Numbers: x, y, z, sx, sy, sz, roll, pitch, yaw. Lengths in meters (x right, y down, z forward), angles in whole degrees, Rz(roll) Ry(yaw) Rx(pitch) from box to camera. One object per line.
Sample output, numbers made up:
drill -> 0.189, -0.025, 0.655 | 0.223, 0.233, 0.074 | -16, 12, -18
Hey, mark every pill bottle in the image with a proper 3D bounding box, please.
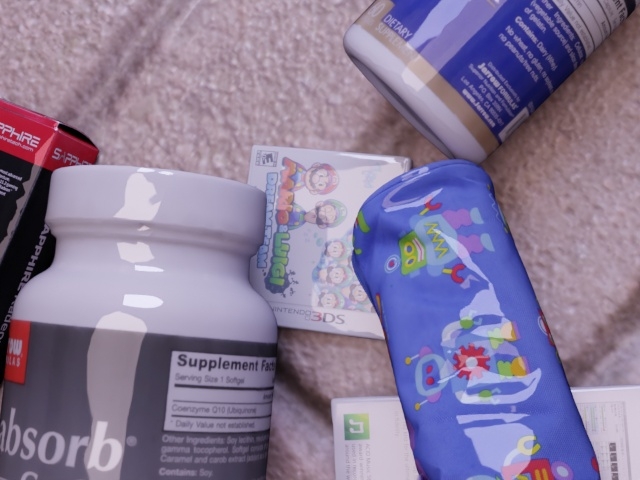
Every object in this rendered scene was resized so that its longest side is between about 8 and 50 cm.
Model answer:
pill bottle -> 0.158, -0.198, 0.875 | 0.264, 0.153, 0.153 | -45, 74, 3
pill bottle -> -0.143, 0.134, 0.866 | 0.210, 0.210, 0.362 | 3, 85, 15

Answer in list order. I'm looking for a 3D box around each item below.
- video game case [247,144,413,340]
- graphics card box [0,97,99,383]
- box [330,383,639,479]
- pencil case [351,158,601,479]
video game case -> 0.000, 0.000, 0.953 | 0.143, 0.019, 0.157 | 6, 84, 15
graphics card box -> -0.380, 0.035, 1.007 | 0.233, 0.094, 0.371 | 21, 86, 16
box -> 0.172, 0.231, 0.859 | 0.322, 0.058, 0.232 | -4, 81, 15
pencil case -> 0.107, 0.091, 0.811 | 0.133, 0.119, 0.306 | -19, 60, 8
